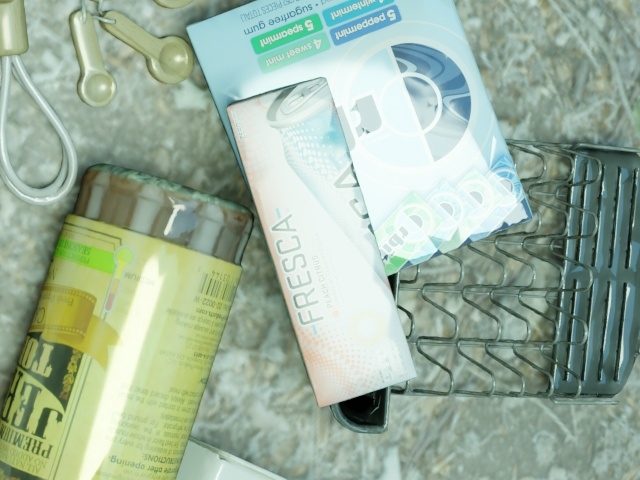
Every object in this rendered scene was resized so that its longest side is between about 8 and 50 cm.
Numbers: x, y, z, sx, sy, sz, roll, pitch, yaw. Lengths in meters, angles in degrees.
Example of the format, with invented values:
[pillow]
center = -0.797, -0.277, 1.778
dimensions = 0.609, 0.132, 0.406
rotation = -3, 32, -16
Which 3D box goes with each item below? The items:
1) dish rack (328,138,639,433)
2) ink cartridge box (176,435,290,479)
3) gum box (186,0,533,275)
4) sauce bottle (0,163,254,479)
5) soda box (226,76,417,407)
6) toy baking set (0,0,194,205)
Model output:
[dish rack]
center = 0.124, 0.022, 1.046
dimensions = 0.271, 0.074, 0.208
rotation = 3, 95, -23
[ink cartridge box]
center = -0.066, 0.245, 0.958
dimensions = 0.154, 0.093, 0.212
rotation = 30, 82, -32
[gum box]
center = 0.024, -0.071, 0.935
dimensions = 0.157, 0.041, 0.184
rotation = -22, 95, -3
[sauce bottle]
center = -0.137, 0.130, 0.887
dimensions = 0.111, 0.111, 0.344
rotation = 20, 84, -32
[soda box]
center = 0.000, 0.000, 0.889
dimensions = 0.063, 0.058, 0.183
rotation = -18, 97, -1
[toy baking set]
center = -0.170, -0.132, 0.881
dimensions = 0.256, 0.030, 0.197
rotation = -45, 117, -19
